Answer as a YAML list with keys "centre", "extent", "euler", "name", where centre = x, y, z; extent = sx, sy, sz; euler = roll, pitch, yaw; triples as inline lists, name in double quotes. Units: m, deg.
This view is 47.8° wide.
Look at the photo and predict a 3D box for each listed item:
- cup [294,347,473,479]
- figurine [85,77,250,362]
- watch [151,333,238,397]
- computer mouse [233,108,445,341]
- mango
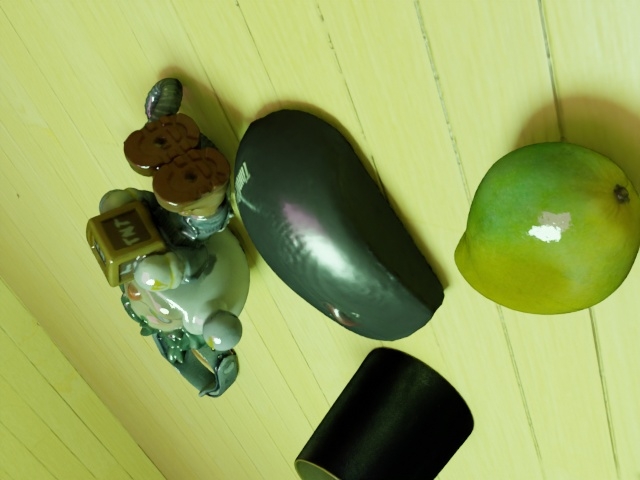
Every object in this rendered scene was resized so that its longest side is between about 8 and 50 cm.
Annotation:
- centre: [0.075, 0.277, 0.936]
  extent: [0.166, 0.177, 0.239]
  euler: [33, 150, 18]
  name: "cup"
- centre: [-0.179, 0.017, 0.893]
  extent: [0.261, 0.186, 0.382]
  euler: [62, 162, 23]
  name: "figurine"
- centre: [-0.239, 0.223, 1.394]
  extent: [0.193, 0.068, 0.206]
  euler: [30, 147, 25]
  name: "watch"
- centre: [0.000, 0.000, 0.741]
  extent: [0.269, 0.100, 0.170]
  euler: [53, 153, -16]
  name: "computer mouse"
- centre: [0.169, -0.002, 0.542]
  extent: [0.122, 0.085, 0.191]
  euler: [25, 158, 13]
  name: "mango"
